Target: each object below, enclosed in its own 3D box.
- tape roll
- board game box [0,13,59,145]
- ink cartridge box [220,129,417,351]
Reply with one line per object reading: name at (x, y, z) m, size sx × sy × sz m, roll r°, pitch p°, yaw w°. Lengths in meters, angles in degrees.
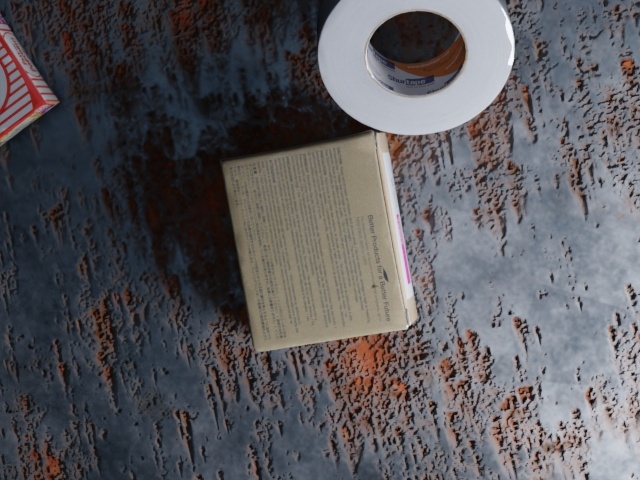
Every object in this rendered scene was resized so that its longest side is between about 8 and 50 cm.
tape roll at (0.105, -0.227, 1.686) m, size 0.219 × 0.072 × 0.219 m, roll 0°, pitch 130°, yaw -1°
board game box at (-0.447, -0.178, 1.886) m, size 0.193 × 0.045 × 0.146 m, roll -35°, pitch 87°, yaw 13°
ink cartridge box at (0.000, 0.000, 1.777) m, size 0.193 × 0.088 × 0.234 m, roll -9°, pitch 92°, yaw 12°
